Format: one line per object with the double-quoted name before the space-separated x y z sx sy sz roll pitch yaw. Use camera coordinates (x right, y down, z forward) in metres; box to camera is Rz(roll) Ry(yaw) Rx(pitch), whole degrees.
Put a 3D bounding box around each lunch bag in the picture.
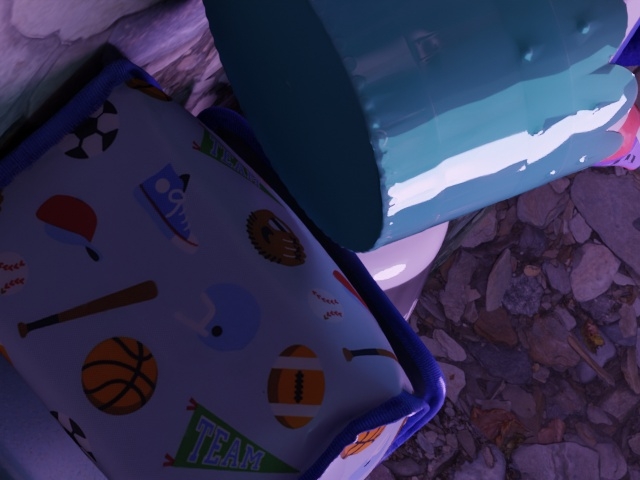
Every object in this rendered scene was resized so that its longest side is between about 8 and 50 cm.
"lunch bag" -0.079 0.065 1.292 0.239 0.328 0.385 -39 170 0

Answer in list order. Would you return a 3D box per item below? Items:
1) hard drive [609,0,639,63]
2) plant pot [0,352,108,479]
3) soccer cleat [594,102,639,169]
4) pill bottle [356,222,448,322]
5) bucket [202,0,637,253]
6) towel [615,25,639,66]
"hard drive" 0.257 -0.268 1.693 0.040 0.210 0.318 -7 163 -9
"plant pot" -0.259 0.223 1.444 0.247 0.252 0.248 -49 170 26
"soccer cleat" 0.181 -0.125 1.722 0.116 0.318 0.108 45 62 -47
"pill bottle" 0.000 0.000 1.560 0.210 0.210 0.363 -39 160 -33
"bucket" 0.053 -0.136 1.114 0.183 0.281 0.281 -26 166 -16
"towel" 0.398 -0.295 1.733 0.076 0.227 0.308 6 175 -42
